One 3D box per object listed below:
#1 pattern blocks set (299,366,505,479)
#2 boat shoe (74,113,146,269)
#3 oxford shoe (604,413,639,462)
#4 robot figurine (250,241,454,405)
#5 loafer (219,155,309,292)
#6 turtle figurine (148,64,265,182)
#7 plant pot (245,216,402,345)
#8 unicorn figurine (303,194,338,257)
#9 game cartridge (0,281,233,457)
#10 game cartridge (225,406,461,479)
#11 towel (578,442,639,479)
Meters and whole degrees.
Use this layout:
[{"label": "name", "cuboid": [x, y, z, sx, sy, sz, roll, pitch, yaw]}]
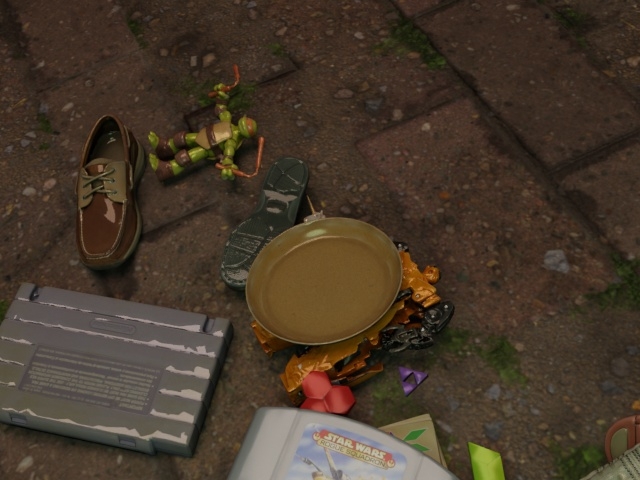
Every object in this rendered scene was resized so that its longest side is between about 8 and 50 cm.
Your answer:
[{"label": "pattern blocks set", "cuboid": [0.099, 0.325, 1.181, 0.286, 0.026, 0.324, -3, 64, 8]}, {"label": "boat shoe", "cuboid": [-0.386, -0.092, 1.589, 0.123, 0.116, 0.324, -10, 51, 3]}, {"label": "oxford shoe", "cuboid": [0.568, 0.270, 1.125, 0.397, 0.140, 0.146, 3, 12, 24]}, {"label": "robot figurine", "cuboid": [0.055, 0.119, 1.353, 0.291, 0.085, 0.211, -26, 52, -9]}, {"label": "loafer", "cuboid": [-0.084, -0.017, 1.500, 0.096, 0.084, 0.267, 19, 61, 12]}, {"label": "turtle figurine", "cuboid": [-0.205, -0.193, 1.652, 0.218, 0.087, 0.269, -17, 59, 8]}, {"label": "plant pot", "cuboid": [0.007, 0.064, 1.333, 0.237, 0.032, 0.236, -8, 48, 9]}, {"label": "unicorn figurine", "cuboid": [0.000, 0.000, 1.472, 0.111, 0.060, 0.162, -38, 42, -29]}, {"label": "game cartridge", "cuboid": [-0.334, 0.196, 1.371, 0.355, 0.068, 0.230, 10, 58, 9]}, {"label": "game cartridge", "cuboid": [0.024, 0.330, 1.148, 0.297, 0.062, 0.198, 16, 73, 16]}, {"label": "towel", "cuboid": [0.436, 0.375, 1.023, 0.324, 0.056, 0.312, -37, 58, 12]}]
